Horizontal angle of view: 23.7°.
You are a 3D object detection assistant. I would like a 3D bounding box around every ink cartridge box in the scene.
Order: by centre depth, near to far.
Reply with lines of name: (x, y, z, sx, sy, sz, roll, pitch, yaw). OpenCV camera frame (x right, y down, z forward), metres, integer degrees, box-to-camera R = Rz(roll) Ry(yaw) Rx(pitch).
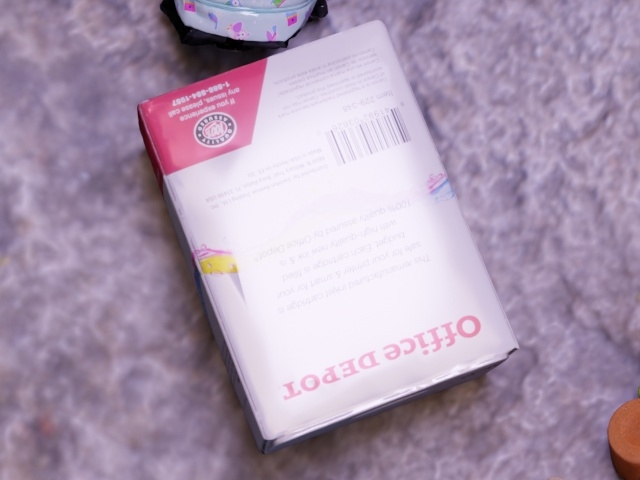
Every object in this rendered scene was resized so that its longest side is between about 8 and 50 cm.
ink cartridge box: (0.000, 0.000, 1.292, 0.226, 0.131, 0.306, -19, 80, -9)

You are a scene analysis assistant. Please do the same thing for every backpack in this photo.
backpack: (-0.068, -0.228, 1.310, 0.151, 0.182, 0.115, 1, 112, 0)

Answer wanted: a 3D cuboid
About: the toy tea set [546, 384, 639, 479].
toy tea set: (0.327, 0.205, 1.296, 0.200, 0.124, 0.336, 31, 78, 34)
